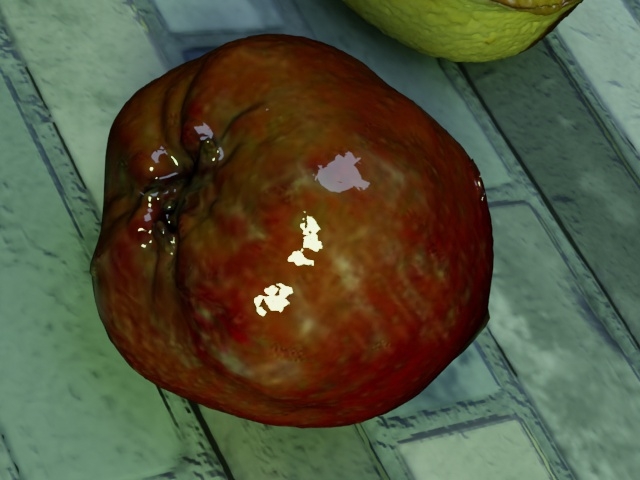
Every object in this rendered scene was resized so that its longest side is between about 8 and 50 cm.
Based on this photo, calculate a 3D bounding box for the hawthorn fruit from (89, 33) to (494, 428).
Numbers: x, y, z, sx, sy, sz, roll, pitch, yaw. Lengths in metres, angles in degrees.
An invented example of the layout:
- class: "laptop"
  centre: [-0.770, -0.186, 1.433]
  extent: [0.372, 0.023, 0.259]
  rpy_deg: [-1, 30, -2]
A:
- class: "hawthorn fruit"
  centre: [0.000, 0.000, 0.829]
  extent: [0.202, 0.185, 0.185]
  rpy_deg: [18, 43, -39]

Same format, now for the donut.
- class: "donut"
  centre: [0.097, -0.176, 1.109]
  extent: [0.217, 0.085, 0.141]
  rpy_deg: [-22, 67, -42]
